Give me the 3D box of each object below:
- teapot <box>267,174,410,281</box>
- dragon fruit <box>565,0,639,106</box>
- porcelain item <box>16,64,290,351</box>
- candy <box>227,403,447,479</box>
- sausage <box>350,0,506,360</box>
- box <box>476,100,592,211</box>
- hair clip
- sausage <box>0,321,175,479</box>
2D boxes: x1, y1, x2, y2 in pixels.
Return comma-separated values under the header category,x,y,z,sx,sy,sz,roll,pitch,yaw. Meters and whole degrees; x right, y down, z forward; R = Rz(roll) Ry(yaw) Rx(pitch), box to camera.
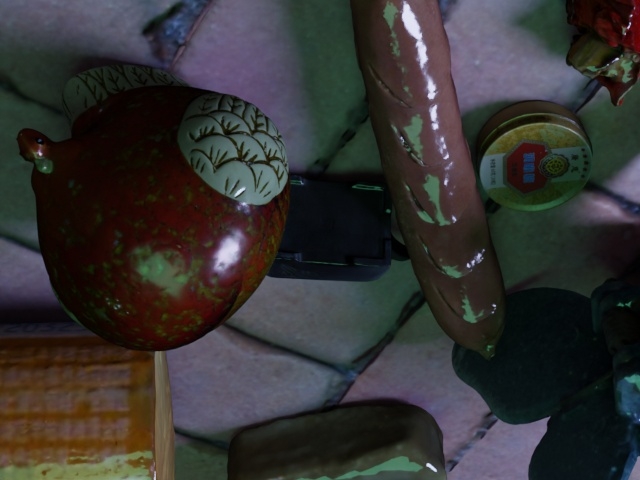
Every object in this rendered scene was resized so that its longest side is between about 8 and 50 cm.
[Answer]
category,x,y,z,sx,sy,sz,roll,pitch,yaw
teapot,0.000,0.000,1.385,0.177,0.087,0.096,4,155,-5
dragon fruit,0.242,-0.208,1.233,0.092,0.122,0.192,26,143,28
porcelain item,-0.152,-0.037,1.239,0.253,0.253,0.253,-1,131,-1
candy,0.016,0.242,1.577,0.234,0.104,0.102,-15,125,10
sausage,0.097,-0.062,1.317,0.088,0.088,0.433,-12,125,8
box,0.193,-0.076,1.349,0.106,0.037,0.105,-1,131,-2
hair clip,0.340,0.114,1.345,0.238,0.318,0.392,23,125,-24
sausage,-0.290,0.191,1.441,0.287,0.233,0.233,-2,131,-3
